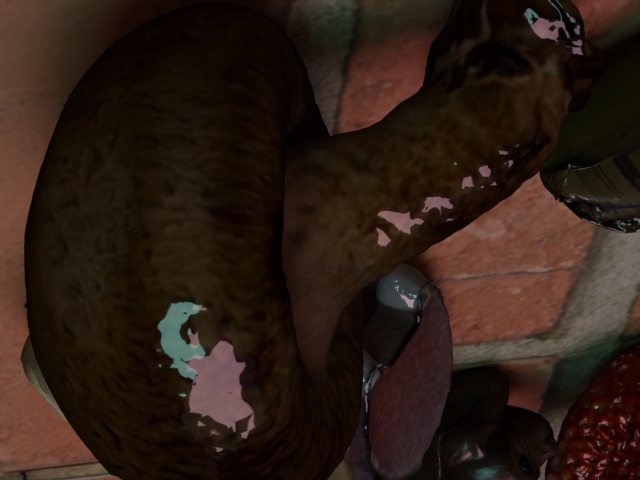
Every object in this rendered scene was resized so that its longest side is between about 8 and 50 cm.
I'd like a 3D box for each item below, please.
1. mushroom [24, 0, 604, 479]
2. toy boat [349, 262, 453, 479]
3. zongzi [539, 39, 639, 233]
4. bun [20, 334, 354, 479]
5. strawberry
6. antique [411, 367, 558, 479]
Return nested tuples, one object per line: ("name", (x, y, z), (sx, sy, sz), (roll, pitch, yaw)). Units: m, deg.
("mushroom", (-0.008, 0.011, 1.240), (0.356, 0.334, 0.331), (5, 148, -7))
("toy boat", (0.041, 0.114, 1.595), (0.085, 0.155, 0.227), (19, 150, 22))
("zongzi", (0.325, -0.064, 1.356), (0.289, 0.123, 0.260), (29, 132, -32))
("bun", (-0.091, 0.128, 1.487), (0.146, 0.287, 0.287), (-56, 146, -9))
("strawberry", (0.279, 0.161, 1.750), (0.236, 0.107, 0.175), (-45, -175, -9))
("antique", (0.082, 0.200, 1.738), (0.256, 0.143, 0.121), (-8, 148, -10))
